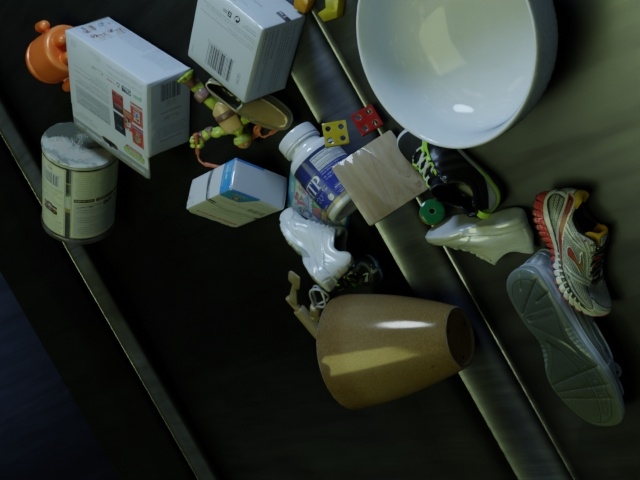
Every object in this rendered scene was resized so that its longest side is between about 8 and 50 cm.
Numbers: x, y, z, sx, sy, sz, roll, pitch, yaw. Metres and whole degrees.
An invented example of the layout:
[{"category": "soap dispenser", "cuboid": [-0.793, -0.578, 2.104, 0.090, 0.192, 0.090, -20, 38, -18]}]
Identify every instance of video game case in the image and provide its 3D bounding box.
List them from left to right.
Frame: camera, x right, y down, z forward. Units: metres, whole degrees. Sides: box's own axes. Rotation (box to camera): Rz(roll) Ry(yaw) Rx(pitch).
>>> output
[{"category": "video game case", "cuboid": [-0.003, -0.086, 1.827, 0.166, 0.015, 0.119, 32, 134, 30]}]

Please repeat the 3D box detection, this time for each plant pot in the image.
[{"category": "plant pot", "cuboid": [0.164, 0.205, 1.694, 0.254, 0.237, 0.237, -12, 104, 34]}]

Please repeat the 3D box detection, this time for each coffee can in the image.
[{"category": "coffee can", "cuboid": [-0.647, -0.155, 2.321, 0.201, 0.202, 0.275, 39, 136, 23]}]

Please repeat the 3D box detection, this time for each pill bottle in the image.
[{"category": "pill bottle", "cuboid": [0.007, -0.139, 1.705, 0.186, 0.112, 0.112, 49, 140, 13]}]

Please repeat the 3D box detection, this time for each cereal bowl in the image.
[{"category": "cereal bowl", "cuboid": [0.223, -0.322, 1.339, 0.339, 0.141, 0.338, 25, 129, 34]}]

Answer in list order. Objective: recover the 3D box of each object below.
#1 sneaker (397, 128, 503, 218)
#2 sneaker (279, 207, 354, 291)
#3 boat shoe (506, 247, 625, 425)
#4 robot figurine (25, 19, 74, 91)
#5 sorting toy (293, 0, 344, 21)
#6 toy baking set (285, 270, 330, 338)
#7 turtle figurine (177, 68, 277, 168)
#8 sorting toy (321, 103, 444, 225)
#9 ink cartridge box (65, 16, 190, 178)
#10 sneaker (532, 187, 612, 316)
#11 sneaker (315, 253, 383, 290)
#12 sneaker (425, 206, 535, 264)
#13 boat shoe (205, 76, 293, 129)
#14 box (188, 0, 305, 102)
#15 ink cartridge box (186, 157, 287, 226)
[{"category": "sneaker", "cuboid": [0.215, -0.121, 1.507, 0.235, 0.097, 0.084, 38, 136, 25]}, {"category": "sneaker", "cuboid": [0.000, 0.000, 1.808, 0.232, 0.115, 0.090, 54, -177, 37]}, {"category": "boat shoe", "cuboid": [0.432, 0.167, 1.466, 0.118, 0.103, 0.320, -26, 97, 52]}, {"category": "robot figurine", "cuboid": [-0.674, -0.477, 2.209, 0.158, 0.128, 0.219, 33, 154, -33]}, {"category": "sorting toy", "cuboid": [0.024, -0.519, 1.506, 0.229, 0.041, 0.307, 35, 135, 27]}, {"category": "toy baking set", "cuboid": [0.001, 0.164, 1.916, 0.256, 0.030, 0.197, 49, 154, -9]}, {"category": "turtle figurine", "cuboid": [-0.193, -0.284, 1.848, 0.270, 0.087, 0.217, -19, 109, 35]}, {"category": "sorting toy", "cuboid": [0.107, -0.121, 1.612, 0.274, 0.132, 0.046, 57, 180, 9]}, {"category": "ink cartridge box", "cuboid": [-0.460, -0.340, 2.063, 0.309, 0.130, 0.271, 35, 137, 27]}, {"category": "sneaker", "cuboid": [0.421, 0.021, 1.387, 0.093, 0.088, 0.225, -15, 104, 44]}, {"category": "sneaker", "cuboid": [0.060, 0.078, 1.811, 0.188, 0.078, 0.067, -14, 103, 50]}, {"category": "sneaker", "cuboid": [0.283, 0.004, 1.539, 0.212, 0.080, 0.094, -5, 121, 47]}, {"category": "boat shoe", "cuboid": [-0.148, -0.274, 1.748, 0.190, 0.072, 0.068, 24, 107, 5]}, {"category": "box", "cuboid": [-0.149, -0.403, 1.701, 0.181, 0.119, 0.181, 42, 137, 21]}, {"category": "ink cartridge box", "cuboid": [-0.186, -0.101, 1.903, 0.191, 0.140, 0.082, -16, 61, 51]}]
